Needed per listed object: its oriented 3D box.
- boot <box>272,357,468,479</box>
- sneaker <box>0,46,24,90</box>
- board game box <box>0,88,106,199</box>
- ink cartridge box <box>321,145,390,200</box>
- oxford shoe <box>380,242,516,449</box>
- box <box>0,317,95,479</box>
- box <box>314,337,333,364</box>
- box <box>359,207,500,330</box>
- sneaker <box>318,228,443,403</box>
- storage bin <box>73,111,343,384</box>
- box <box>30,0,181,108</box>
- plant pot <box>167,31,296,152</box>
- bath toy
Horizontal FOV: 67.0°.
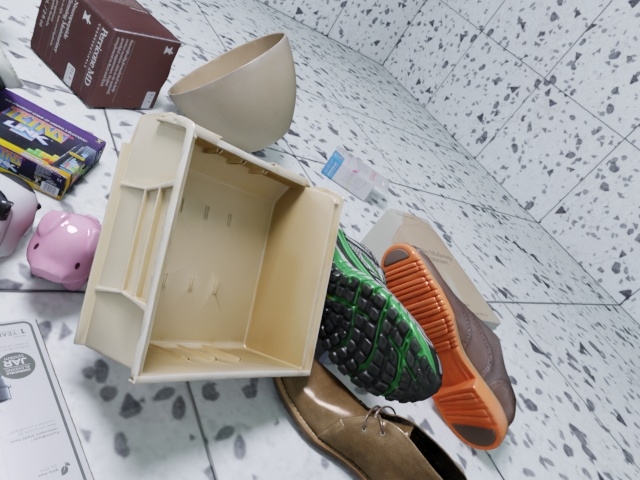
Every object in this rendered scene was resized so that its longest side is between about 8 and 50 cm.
[{"bbox_3d":[0.063,0.244,0.641,0.305,0.115,0.112,43,32,15],"label":"boot"},{"bbox_3d":[-0.572,-0.279,0.717,0.146,0.102,0.293,-37,51,-23],"label":"sneaker"},{"bbox_3d":[-0.438,-0.149,0.730,0.170,0.048,0.141,28,31,-16],"label":"board game box"},{"bbox_3d":[0.100,-0.178,1.348,0.181,0.062,0.104,34,29,-4],"label":"ink cartridge box"},{"bbox_3d":[0.220,0.161,0.831,0.132,0.130,0.364,-26,92,-42],"label":"oxford shoe"},{"bbox_3d":[-0.268,0.206,0.356,0.169,0.087,0.290,-4,48,-50],"label":"box"},{"bbox_3d":[0.040,0.138,0.810,0.137,0.072,0.126,13,37,-38],"label":"box"},{"bbox_3d":[0.222,0.085,1.035,0.148,0.121,0.311,12,37,-38],"label":"box"},{"bbox_3d":[0.062,0.076,0.702,0.146,0.134,0.343,-2,42,-42],"label":"sneaker"},{"bbox_3d":[-0.109,0.018,0.573,0.123,0.261,0.262,8,-6,37],"label":"storage bin"},{"bbox_3d":[-0.430,-0.395,0.971,0.203,0.168,0.167,44,28,14],"label":"box"},{"bbox_3d":[-0.168,-0.311,1.086,0.284,0.284,0.191,-89,156,-56],"label":"plant pot"},{"bbox_3d":[-0.314,-0.006,0.575,0.348,0.129,0.151,27,30,-19],"label":"bath toy"}]
